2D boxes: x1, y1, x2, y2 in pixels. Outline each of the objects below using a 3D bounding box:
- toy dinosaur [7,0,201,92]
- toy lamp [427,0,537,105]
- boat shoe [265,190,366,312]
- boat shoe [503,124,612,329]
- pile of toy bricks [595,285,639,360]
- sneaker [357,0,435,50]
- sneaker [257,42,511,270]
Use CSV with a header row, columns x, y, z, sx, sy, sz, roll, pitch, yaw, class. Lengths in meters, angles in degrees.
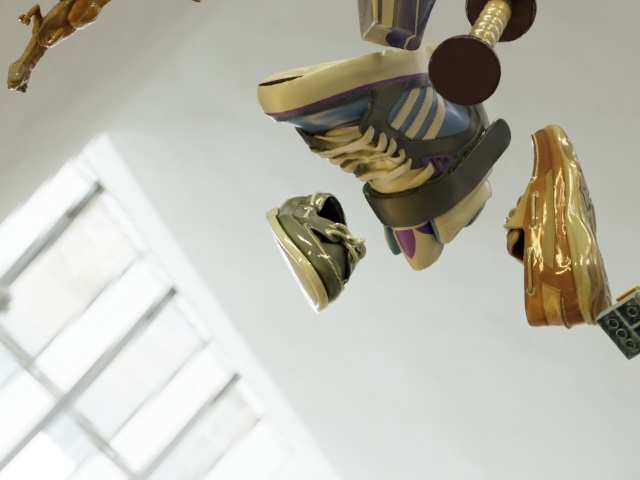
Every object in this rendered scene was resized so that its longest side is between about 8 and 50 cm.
x,y,z,sx,sy,sz,roll,pitch,yaw,class
-0.216,-0.219,1.543,0.211,0.064,0.112,-36,-30,-20,toy dinosaur
0.172,-0.214,1.711,0.274,0.080,0.080,-62,-13,-61,toy lamp
0.000,0.000,2.032,0.099,0.319,0.116,-26,-78,-1,boat shoe
0.282,-0.021,2.099,0.116,0.324,0.123,-15,-49,13,boat shoe
0.260,0.075,0.997,0.118,0.212,0.105,-39,3,39,pile of toy bricks
0.142,-0.337,1.614,0.127,0.182,0.315,-172,91,-83,sneaker
0.074,-0.078,1.758,0.323,0.130,0.236,-16,-82,-51,sneaker
